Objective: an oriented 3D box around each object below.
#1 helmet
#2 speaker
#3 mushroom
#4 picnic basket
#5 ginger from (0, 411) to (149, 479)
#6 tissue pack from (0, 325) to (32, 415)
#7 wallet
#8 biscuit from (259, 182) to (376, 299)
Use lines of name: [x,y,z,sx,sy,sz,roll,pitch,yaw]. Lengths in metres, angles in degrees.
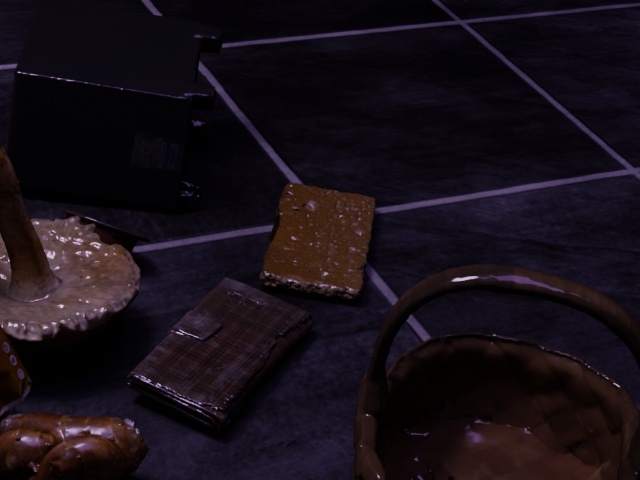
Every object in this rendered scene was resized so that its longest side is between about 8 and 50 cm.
helmet: [-0.265,0.007,1.787,0.111,0.057,0.089,19,-8,9]
speaker: [-0.267,-0.178,1.961,0.254,0.184,0.232,9,33,-6]
mushroom: [-0.332,0.005,1.590,0.233,0.301,0.208,6,64,20]
picnic basket: [0.181,0.164,1.418,0.293,0.337,0.337,13,33,7]
ginger: [-0.257,0.215,1.465,0.162,0.073,0.103,2,15,13]
tissue pack: [-0.404,0.102,1.458,0.092,0.226,0.183,-14,21,41]
wallet: [-0.107,0.122,1.663,0.124,0.042,0.230,23,36,16]
biscuit: [0.000,0.000,1.890,0.131,0.025,0.231,11,33,2]
